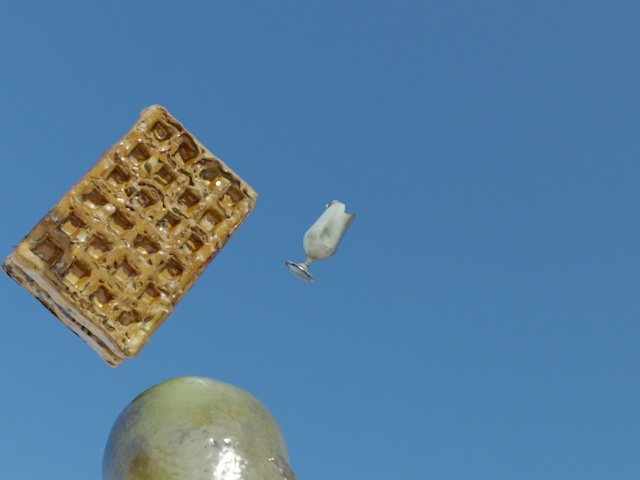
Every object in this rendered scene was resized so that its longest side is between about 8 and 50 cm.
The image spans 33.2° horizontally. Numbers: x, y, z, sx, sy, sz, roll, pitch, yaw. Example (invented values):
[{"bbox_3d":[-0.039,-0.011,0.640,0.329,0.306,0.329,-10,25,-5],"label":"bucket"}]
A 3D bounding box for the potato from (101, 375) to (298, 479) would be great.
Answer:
[{"bbox_3d":[-0.106,0.241,0.995,0.174,0.251,0.159,-20,-47,-3],"label":"potato"}]

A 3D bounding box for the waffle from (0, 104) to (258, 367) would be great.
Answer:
[{"bbox_3d":[-0.247,-0.013,1.447,0.213,0.308,0.091,44,-31,-11],"label":"waffle"}]

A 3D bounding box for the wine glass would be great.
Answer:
[{"bbox_3d":[0.000,0.000,1.061,0.039,0.083,0.042,30,-15,9],"label":"wine glass"}]
